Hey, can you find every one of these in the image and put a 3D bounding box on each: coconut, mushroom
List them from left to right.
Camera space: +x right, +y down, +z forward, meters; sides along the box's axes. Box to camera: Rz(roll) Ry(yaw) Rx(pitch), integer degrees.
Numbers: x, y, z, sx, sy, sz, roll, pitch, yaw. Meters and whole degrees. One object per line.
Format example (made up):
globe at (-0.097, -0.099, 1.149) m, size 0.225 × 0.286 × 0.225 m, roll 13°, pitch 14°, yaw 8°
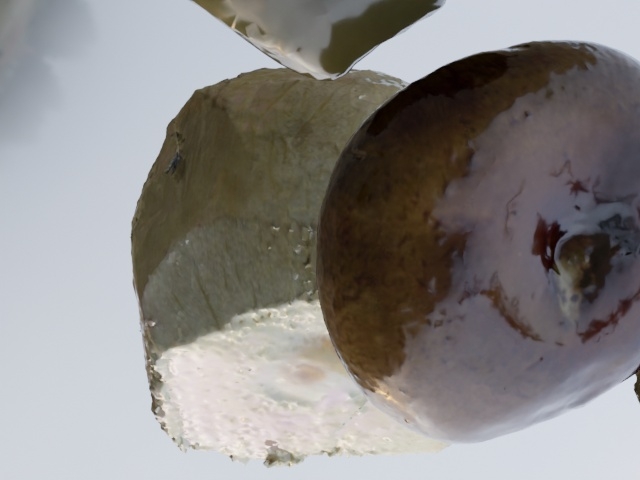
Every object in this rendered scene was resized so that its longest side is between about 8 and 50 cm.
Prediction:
coconut at (0.000, 0.000, 1.938) m, size 0.404 × 0.404 × 0.404 m, roll -57°, pitch -169°, yaw 17°
mushroom at (0.108, -0.003, 1.294) m, size 0.254 × 0.267 × 0.267 m, roll 2°, pitch -122°, yaw 44°

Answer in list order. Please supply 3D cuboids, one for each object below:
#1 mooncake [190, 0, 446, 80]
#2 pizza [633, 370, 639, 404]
mooncake at (-0.005, -0.283, 1.369) m, size 0.394 × 0.393 × 0.246 m, roll 47°, pitch -65°, yaw 32°
pizza at (0.341, 0.148, 1.587) m, size 0.071 × 0.189 × 0.297 m, roll -50°, pitch -141°, yaw 31°
